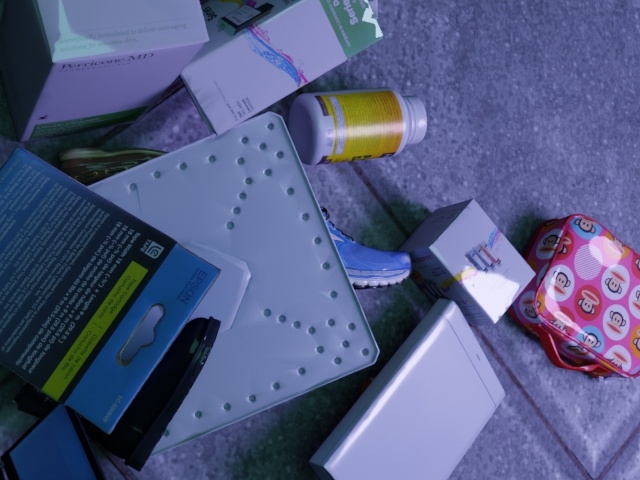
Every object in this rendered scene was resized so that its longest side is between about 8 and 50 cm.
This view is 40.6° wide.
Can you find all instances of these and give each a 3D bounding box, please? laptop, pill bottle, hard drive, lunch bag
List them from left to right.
[{"bbox_3d":[-0.397,0.360,1.063,0.264,0.136,0.234,-18,61,-28],"label":"laptop"},{"bbox_3d":[0.064,-0.191,1.425,0.215,0.117,0.117,-9,87,-25],"label":"pill bottle"},{"bbox_3d":[0.153,0.298,1.390,0.353,0.047,0.233,-47,121,-27],"label":"hard drive"},{"bbox_3d":[0.488,0.121,1.574,0.293,0.120,0.258,35,71,-17],"label":"lunch bag"}]

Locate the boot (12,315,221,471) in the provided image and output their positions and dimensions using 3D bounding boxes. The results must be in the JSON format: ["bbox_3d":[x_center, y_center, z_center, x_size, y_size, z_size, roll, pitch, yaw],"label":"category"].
[{"bbox_3d":[-0.277,0.169,1.171,0.207,0.094,0.246,31,99,-6],"label":"boot"}]

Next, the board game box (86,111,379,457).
[{"bbox_3d":[-0.165,0.066,1.246,0.390,0.050,0.389,-23,93,-1],"label":"board game box"}]

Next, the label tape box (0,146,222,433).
[{"bbox_3d":[-0.316,0.066,1.107,0.334,0.106,0.240,30,76,14],"label":"label tape box"}]

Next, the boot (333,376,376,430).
[{"bbox_3d":[0.060,0.298,1.394,0.085,0.059,0.157,8,81,-18],"label":"boot"}]

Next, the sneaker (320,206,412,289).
[{"bbox_3d":[0.000,0.000,1.366,0.330,0.130,0.147,11,81,-23],"label":"sneaker"}]

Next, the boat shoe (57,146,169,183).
[{"bbox_3d":[-0.297,-0.106,1.285,0.178,0.064,0.060,-2,89,-18],"label":"boat shoe"}]

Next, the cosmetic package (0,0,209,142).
[{"bbox_3d":[-0.302,-0.258,1.132,0.197,0.365,0.155,-15,89,-25],"label":"cosmetic package"}]

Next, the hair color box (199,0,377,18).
[{"bbox_3d":[-0.094,-0.460,1.392,0.375,0.114,0.185,5,82,-24],"label":"hair color box"}]

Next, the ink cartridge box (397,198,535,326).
[{"bbox_3d":[0.241,0.040,1.460,0.127,0.128,0.176,-45,100,-22],"label":"ink cartridge box"}]

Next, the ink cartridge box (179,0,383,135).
[{"bbox_3d":[-0.081,-0.297,1.251,0.278,0.201,0.117,-31,124,-2],"label":"ink cartridge box"}]
